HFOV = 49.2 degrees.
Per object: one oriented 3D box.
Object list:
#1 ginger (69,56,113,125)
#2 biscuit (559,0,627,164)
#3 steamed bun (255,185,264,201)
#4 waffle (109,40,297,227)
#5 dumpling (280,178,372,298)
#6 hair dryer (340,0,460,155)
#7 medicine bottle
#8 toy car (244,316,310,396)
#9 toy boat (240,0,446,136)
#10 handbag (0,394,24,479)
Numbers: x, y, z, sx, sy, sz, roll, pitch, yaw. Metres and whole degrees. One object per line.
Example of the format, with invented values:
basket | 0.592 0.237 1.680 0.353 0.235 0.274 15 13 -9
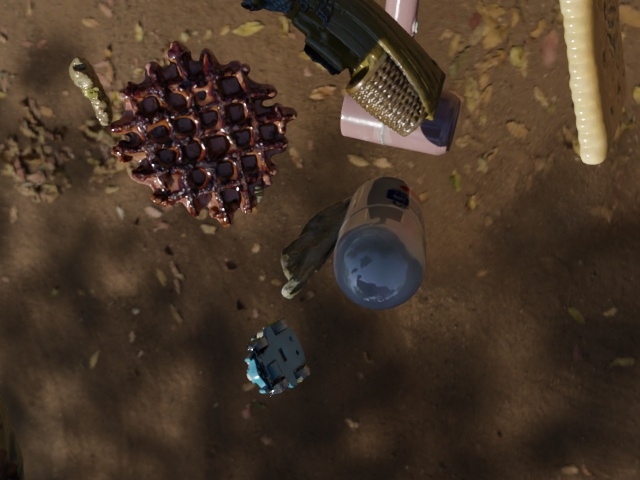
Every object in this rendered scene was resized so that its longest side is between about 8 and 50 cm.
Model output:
ginger | -0.466 -0.312 1.431 0.051 0.173 0.069 -24 61 -2
biscuit | 0.273 -0.215 0.689 0.030 0.160 0.250 2 128 33
steamed bun | -0.238 -0.172 1.724 0.218 0.144 0.211 -6 101 61
waffle | -0.158 -0.142 0.934 0.234 0.055 0.221 27 96 -20
dumpling | -0.002 -0.004 1.476 0.086 0.332 0.166 41 154 2
hair dryer | 0.158 -0.322 1.265 0.210 0.125 0.352 15 136 12
medicine bottle | 0.091 -0.002 1.037 0.130 0.341 0.130 2 106 7
toy car | -0.101 0.229 1.296 0.098 0.161 0.126 -26 93 32
toy boat | 0.012 -0.121 0.419 0.149 0.047 0.049 35 80 -16
handbag | -0.244 0.073 0.364 0.213 0.127 0.235 41 151 2
